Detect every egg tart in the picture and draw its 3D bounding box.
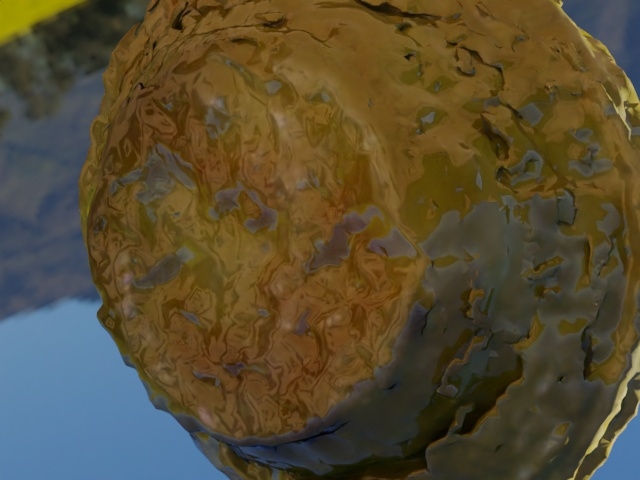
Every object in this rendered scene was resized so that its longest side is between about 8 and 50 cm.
[{"bbox_3d":[0.000,0.000,0.787,0.294,0.294,0.123,-18,177,33],"label":"egg tart"}]
